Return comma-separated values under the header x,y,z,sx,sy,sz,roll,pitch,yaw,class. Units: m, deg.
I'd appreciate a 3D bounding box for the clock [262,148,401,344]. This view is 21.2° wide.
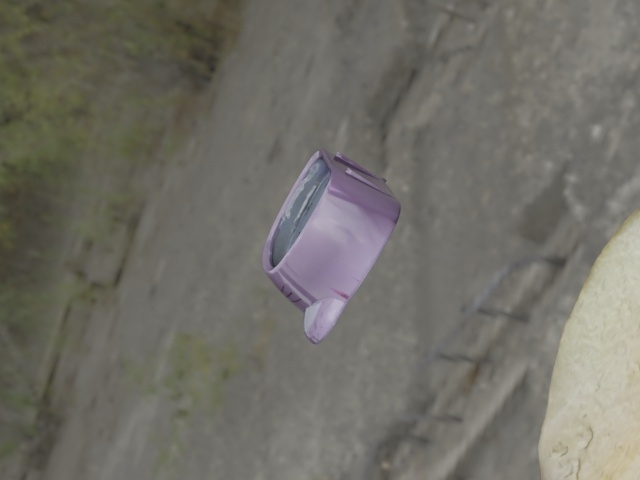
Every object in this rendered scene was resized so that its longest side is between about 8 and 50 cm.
x,y,z,sx,sy,sz,roll,pitch,yaw,class
0.000,0.000,1.136,0.110,0.050,0.153,-60,9,7,clock

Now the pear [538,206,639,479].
x,y,z,sx,sy,sz,roll,pitch,yaw,class
0.356,0.113,1.321,0.386,0.191,0.340,-53,34,23,pear
